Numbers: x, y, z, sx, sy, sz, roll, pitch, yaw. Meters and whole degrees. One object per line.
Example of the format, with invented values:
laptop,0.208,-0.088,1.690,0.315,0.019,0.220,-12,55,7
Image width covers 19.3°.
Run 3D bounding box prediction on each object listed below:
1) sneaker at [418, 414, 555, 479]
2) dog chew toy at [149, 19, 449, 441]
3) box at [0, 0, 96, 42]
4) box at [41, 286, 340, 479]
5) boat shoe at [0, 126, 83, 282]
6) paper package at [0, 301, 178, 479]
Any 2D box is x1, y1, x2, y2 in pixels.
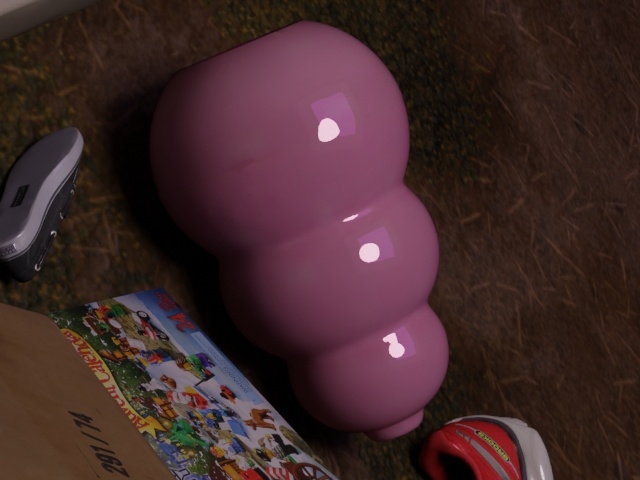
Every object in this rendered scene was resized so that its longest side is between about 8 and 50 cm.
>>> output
sneaker,0.145,0.283,1.578,0.118,0.107,0.279,-1,64,-33
dog chew toy,0.000,0.000,1.478,0.206,0.206,0.332,-34,103,-56
box,-0.250,-0.218,1.356,0.148,0.121,0.311,61,34,-3
box,-0.096,0.136,1.303,0.233,0.044,0.159,45,29,20
boat shoe,-0.203,-0.027,1.361,0.040,0.049,0.142,63,31,-33
paper package,-0.217,0.161,0.977,0.309,0.168,0.325,20,17,-46
